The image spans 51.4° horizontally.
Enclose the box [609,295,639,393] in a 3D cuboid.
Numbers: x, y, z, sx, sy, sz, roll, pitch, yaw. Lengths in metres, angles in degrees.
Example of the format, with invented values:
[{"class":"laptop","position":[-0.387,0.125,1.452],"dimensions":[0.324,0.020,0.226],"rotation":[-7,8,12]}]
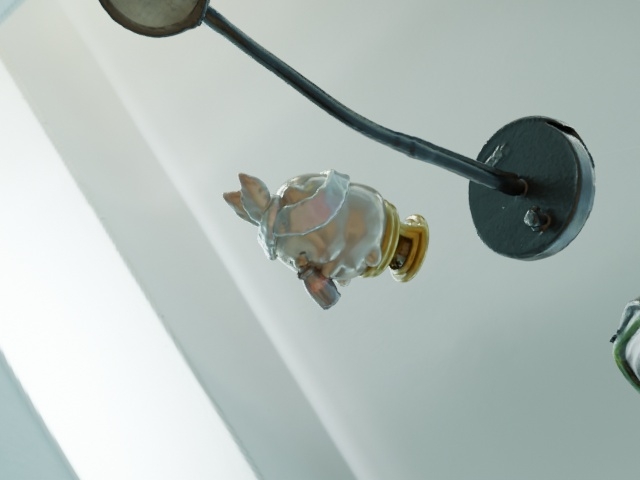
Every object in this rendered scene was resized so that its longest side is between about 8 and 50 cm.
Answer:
[{"class":"box","position":[0.445,0.036,0.621],"dimensions":[0.346,0.134,0.097],"rotation":[-26,-130,-10]}]

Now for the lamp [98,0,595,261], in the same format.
[{"class":"lamp","position":[0.025,-0.099,0.469],"dimensions":[0.371,0.108,0.130],"rotation":[20,-59,-17]}]

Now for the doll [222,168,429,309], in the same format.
[{"class":"doll","position":[0.000,0.000,0.409],"dimensions":[0.127,0.073,0.084],"rotation":[14,-106,-18]}]
